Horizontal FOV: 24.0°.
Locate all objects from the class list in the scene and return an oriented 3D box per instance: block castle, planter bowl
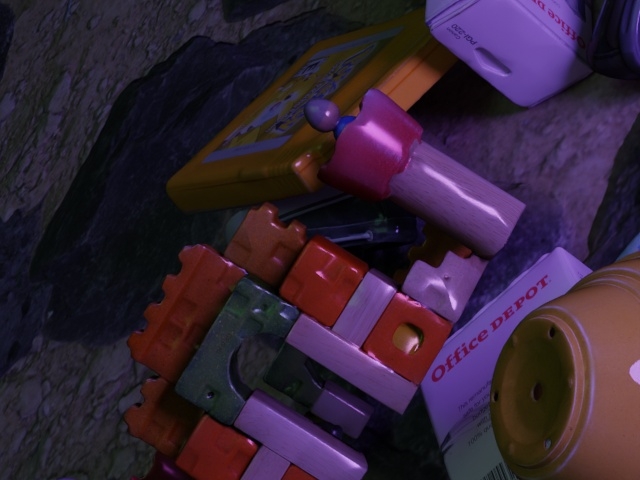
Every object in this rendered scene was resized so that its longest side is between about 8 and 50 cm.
[{"bbox_3d":[-0.032,0.090,1.291,0.453,0.213,0.303,-58,-1,5],"label":"block castle"},{"bbox_3d":[0.173,0.105,0.988,0.217,0.090,0.217,-34,51,56],"label":"planter bowl"}]

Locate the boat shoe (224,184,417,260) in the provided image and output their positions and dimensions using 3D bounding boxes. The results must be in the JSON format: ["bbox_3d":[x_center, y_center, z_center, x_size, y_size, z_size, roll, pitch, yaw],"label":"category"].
[{"bbox_3d":[0.000,0.000,1.572,0.301,0.108,0.102,-21,75,50],"label":"boat shoe"}]

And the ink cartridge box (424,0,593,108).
[{"bbox_3d":[0.188,-0.264,1.489,0.092,0.158,0.218,-26,43,39],"label":"ink cartridge box"}]

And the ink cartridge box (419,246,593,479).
[{"bbox_3d":[0.187,0.149,1.172,0.172,0.100,0.237,-44,34,21],"label":"ink cartridge box"}]

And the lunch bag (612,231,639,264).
[{"bbox_3d":[0.321,0.058,0.993,0.262,0.160,0.223,-36,48,22],"label":"lunch bag"}]

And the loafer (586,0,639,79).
[{"bbox_3d":[0.320,-0.286,1.385,0.095,0.109,0.302,2,66,59],"label":"loafer"}]

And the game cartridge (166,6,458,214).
[{"bbox_3d":[0.002,-0.143,1.612,0.285,0.052,0.324,-46,17,-24],"label":"game cartridge"}]
